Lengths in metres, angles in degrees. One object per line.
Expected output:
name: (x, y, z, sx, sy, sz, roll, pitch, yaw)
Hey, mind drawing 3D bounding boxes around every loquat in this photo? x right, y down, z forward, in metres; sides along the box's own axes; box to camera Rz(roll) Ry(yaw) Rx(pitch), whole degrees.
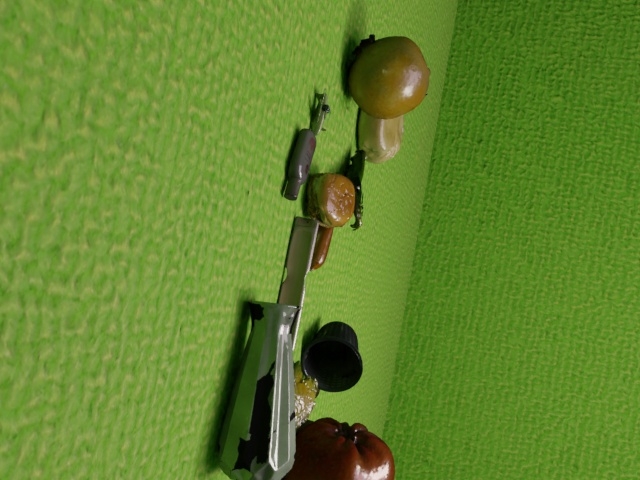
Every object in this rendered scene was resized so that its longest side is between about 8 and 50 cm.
loquat: (0.180, -0.452, 2.014, 0.244, 0.243, 0.244, 10, 90, -75)

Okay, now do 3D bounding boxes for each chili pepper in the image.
chili pepper: (0.092, -0.151, 2.046, 0.085, 0.076, 0.359, -58, -169, 29)

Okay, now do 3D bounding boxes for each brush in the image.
brush: (-0.061, 0.104, 1.764, 0.050, 0.060, 0.321, 73, 28, -84)

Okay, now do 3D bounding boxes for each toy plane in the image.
toy plane: (0.001, -0.305, 1.770, 0.102, 0.040, 0.111, 22, 76, -85)

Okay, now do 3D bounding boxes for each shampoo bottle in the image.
shampoo bottle: (-0.047, -0.169, 1.676, 0.080, 0.040, 0.165, 72, 30, -64)

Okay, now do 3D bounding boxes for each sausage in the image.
sausage: (0.000, 0.000, 1.915, 0.054, 0.062, 0.183, 46, 51, -49)

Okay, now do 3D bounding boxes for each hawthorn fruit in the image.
hawthorn fruit: (0.032, 0.595, 1.810, 0.277, 0.277, 0.298, 7, 96, -75)

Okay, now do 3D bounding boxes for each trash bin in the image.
trash bin: (0.040, 0.312, 2.090, 0.161, 0.175, 0.175, -73, 167, -66)

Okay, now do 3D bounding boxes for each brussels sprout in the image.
brussels sprout: (-0.072, 0.384, 1.828, 0.139, 0.100, 0.181, 64, 38, -48)

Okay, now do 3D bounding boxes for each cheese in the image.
cheese: (0.182, -0.353, 2.277, 0.214, 0.117, 0.226, -43, 135, -60)

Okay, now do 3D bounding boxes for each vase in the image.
vase: (-0.116, 0.308, 1.527, 0.165, 0.165, 0.360, 25, 72, -74)

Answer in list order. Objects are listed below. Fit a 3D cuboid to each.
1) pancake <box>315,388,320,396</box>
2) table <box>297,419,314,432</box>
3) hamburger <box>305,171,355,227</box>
pancake: (-0.009, 0.422, 2.225, 0.115, 0.011, 0.115, 10, 90, -75)
table: (-0.061, 0.526, 1.974, 0.070, 0.083, 0.082, -48, 148, -66)
hamburger: (0.026, -0.100, 1.853, 0.147, 0.083, 0.138, 11, 83, -53)
